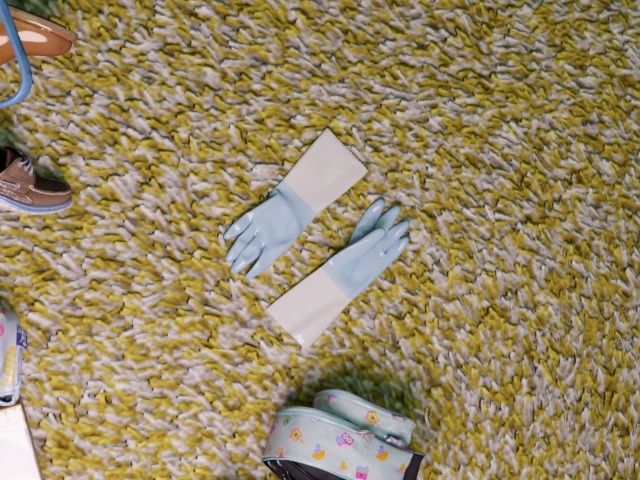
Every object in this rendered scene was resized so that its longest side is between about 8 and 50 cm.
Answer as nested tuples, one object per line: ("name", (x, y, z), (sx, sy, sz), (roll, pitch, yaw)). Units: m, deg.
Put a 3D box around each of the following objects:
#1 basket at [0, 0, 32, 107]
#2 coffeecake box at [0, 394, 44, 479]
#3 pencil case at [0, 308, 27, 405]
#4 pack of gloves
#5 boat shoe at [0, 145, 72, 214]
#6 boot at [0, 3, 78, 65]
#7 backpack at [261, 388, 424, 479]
("basket", (-0.474, -0.234, 1.391), (0.289, 0.201, 0.255), (-17, 90, 6))
("coffeecake box", (-0.421, 0.304, 1.605), (0.142, 0.068, 0.185), (-15, 97, -12))
("pencil case", (-0.494, 0.144, 1.549), (0.273, 0.113, 0.124), (2, 61, -14))
("pack of gloves", (0.000, 0.000, 1.704), (0.232, 0.046, 0.195), (-46, 104, -8))
("boat shoe", (-0.380, -0.077, 1.560), (0.183, 0.066, 0.066), (6, 115, -39))
("boot", (-0.443, -0.181, 1.541), (0.283, 0.109, 0.220), (6, 92, -14))
("backpack", (0.024, 0.272, 1.670), (0.188, 0.166, 0.144), (17, 75, -17))
